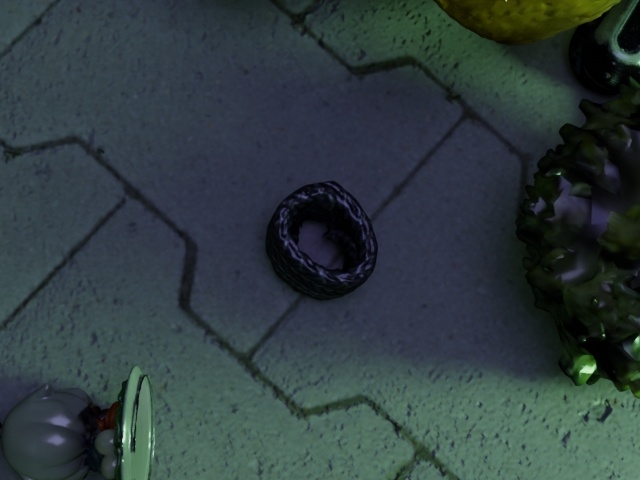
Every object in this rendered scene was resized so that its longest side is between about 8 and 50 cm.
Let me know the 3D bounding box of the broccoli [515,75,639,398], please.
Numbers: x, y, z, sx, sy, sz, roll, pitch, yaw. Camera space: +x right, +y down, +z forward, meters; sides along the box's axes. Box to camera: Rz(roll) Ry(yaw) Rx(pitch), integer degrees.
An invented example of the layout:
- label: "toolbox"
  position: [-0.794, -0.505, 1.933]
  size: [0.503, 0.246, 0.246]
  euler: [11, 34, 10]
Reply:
- label: "broccoli"
  position: [0.346, 0.021, 1.629]
  size: [0.348, 0.281, 0.293]
  euler: [39, 79, -5]

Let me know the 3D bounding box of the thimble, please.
- label: "thimble"
  position: [0.000, 0.002, 1.691]
  size: [0.095, 0.066, 0.104]
  euler: [-15, 80, -15]

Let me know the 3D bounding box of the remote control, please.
- label: "remote control"
  position: [0.342, -0.258, 1.807]
  size: [0.090, 0.066, 0.266]
  euler: [39, 74, -13]

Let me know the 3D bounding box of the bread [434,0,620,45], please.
- label: "bread"
  position: [0.186, -0.362, 1.658]
  size: [0.215, 0.398, 0.398]
  euler: [-28, 80, 29]

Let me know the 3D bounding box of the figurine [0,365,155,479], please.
- label: "figurine"
  position: [-0.229, 0.171, 1.593]
  size: [0.154, 0.132, 0.132]
  euler: [1, 76, 3]
